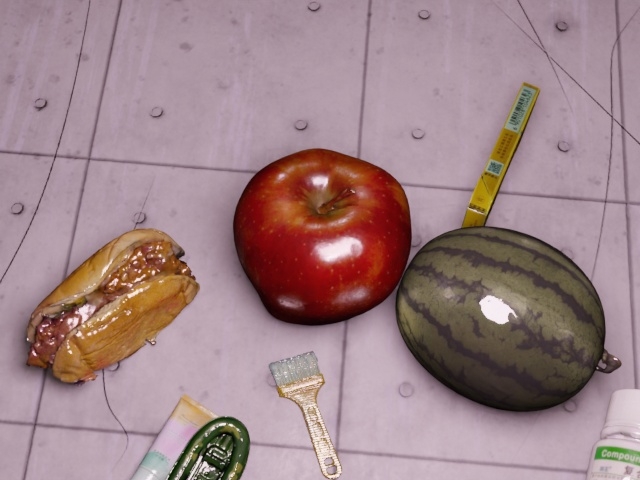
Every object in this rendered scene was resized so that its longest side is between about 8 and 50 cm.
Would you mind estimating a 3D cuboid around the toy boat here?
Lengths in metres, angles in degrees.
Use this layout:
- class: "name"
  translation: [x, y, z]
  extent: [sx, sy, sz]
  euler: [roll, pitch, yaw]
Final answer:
- class: "toy boat"
  translation: [-0.185, 0.377, 1.550]
  extent: [0.104, 0.052, 0.210]
  euler: [31, 69, -1]

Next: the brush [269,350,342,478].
- class: "brush"
  translation: [-0.014, 0.291, 1.616]
  extent: [0.082, 0.010, 0.218]
  euler: [-17, 67, -9]

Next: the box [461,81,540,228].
- class: "box"
  translation: [0.316, -0.130, 1.733]
  extent: [0.041, 0.153, 0.279]
  euler: [23, 67, 9]

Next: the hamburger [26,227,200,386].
- class: "hamburger"
  translation: [-0.335, 0.095, 1.618]
  extent: [0.155, 0.245, 0.282]
  euler: [44, 28, 22]

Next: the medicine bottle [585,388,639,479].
- class: "medicine bottle"
  translation: [0.490, 0.363, 1.528]
  extent: [0.139, 0.139, 0.237]
  euler: [19, 66, 7]

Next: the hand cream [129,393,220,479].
- class: "hand cream"
  translation: [-0.242, 0.335, 1.579]
  extent: [0.076, 0.047, 0.174]
  euler: [31, 60, 12]

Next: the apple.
- class: "apple"
  translation: [0.000, 0.000, 1.582]
  extent: [0.288, 0.317, 0.288]
  euler: [2, 66, -4]

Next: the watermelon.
- class: "watermelon"
  translation: [0.296, 0.129, 1.553]
  extent: [0.359, 0.279, 0.279]
  euler: [27, 68, 4]
